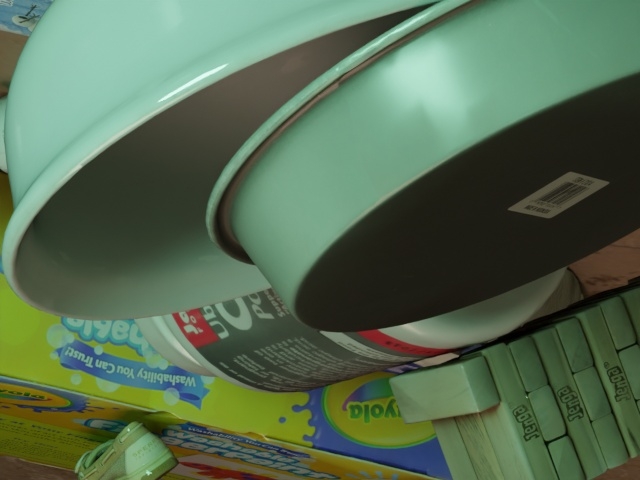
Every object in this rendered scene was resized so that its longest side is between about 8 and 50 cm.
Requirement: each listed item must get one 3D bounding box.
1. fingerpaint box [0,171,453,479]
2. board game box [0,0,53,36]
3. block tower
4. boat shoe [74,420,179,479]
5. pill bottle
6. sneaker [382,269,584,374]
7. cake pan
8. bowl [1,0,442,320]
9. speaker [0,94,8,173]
[{"bbox_3d":[-0.153,0.099,1.614,0.445,0.163,0.371,15,163,-24],"label":"fingerpaint box"},{"bbox_3d":[-0.150,-0.135,1.074,0.090,0.020,0.090,13,163,-11],"label":"board game box"},{"bbox_3d":[0.210,0.064,1.154,0.335,0.097,0.091,-19,178,-28],"label":"block tower"},{"bbox_3d":[-0.157,0.168,1.483,0.056,0.048,0.153,-34,-175,-23],"label":"boat shoe"},{"bbox_3d":[0.000,0.000,1.183,0.176,0.176,0.318,16,161,-25],"label":"pill bottle"},{"bbox_3d":[0.079,0.055,1.459,0.182,0.127,0.315,3,156,29],"label":"sneaker"},{"bbox_3d":[0.093,-0.040,0.864,0.293,0.054,0.293,-22,162,-7],"label":"cake pan"},{"bbox_3d":[-0.024,-0.088,0.883,0.298,0.134,0.298,-21,163,-7],"label":"bowl"},{"bbox_3d":[-0.147,-0.072,1.226,0.136,0.055,0.055,-2,161,33],"label":"speaker"}]
